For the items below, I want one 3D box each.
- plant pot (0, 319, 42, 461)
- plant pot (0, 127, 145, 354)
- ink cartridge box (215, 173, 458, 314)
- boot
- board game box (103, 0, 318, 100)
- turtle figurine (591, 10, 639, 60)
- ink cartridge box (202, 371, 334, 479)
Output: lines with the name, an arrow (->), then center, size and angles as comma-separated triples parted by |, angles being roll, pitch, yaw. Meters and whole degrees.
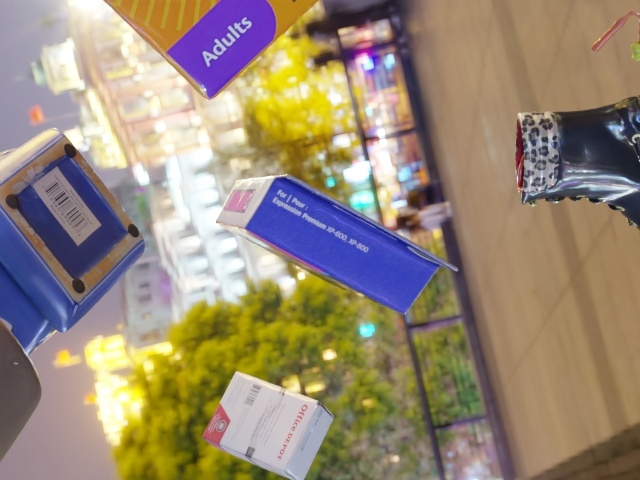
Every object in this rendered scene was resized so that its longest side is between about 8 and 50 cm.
plant pot -> -0.368, 0.153, 0.955 | 0.263, 0.229, 0.263 | 30, 145, 23
plant pot -> -0.373, 0.007, 1.423 | 0.236, 0.212, 0.236 | 54, -145, -12
ink cartridge box -> 0.000, 0.000, 1.148 | 0.069, 0.176, 0.371 | -62, 10, -5
boot -> 0.296, -0.052, 1.200 | 0.085, 0.179, 0.236 | -93, -4, -52
board game box -> -0.107, -0.395, 0.823 | 0.356, 0.356, 0.356 | 43, -173, -33
turtle figurine -> 0.458, -0.212, 1.297 | 0.087, 0.269, 0.217 | 10, -120, -54
ink cartridge box -> -0.066, 0.237, 1.449 | 0.099, 0.135, 0.056 | -62, -35, -17
